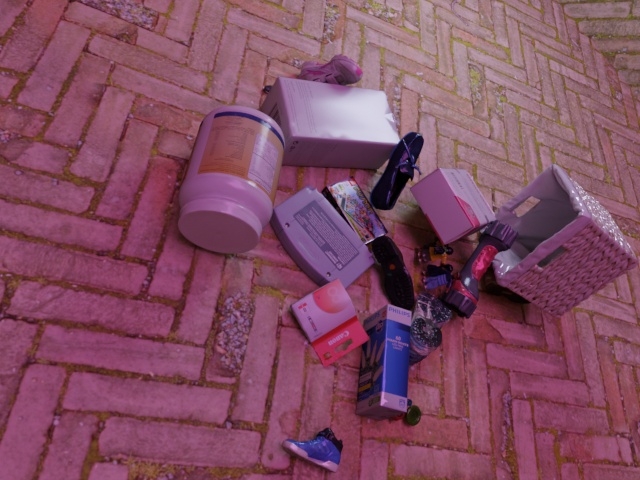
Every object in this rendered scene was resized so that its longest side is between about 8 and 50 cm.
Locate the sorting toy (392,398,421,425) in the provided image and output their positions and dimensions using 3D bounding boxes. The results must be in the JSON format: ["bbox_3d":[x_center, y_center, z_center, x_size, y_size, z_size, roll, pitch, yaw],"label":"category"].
[{"bbox_3d":[0.212,0.439,1.370,0.102,0.042,0.061,27,70,-29],"label":"sorting toy"}]

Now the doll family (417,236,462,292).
[{"bbox_3d":[0.356,0.071,1.579,0.076,0.111,0.193,40,39,-63],"label":"doll family"}]

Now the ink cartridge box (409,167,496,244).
[{"bbox_3d":[0.422,-0.111,1.658,0.283,0.117,0.207,-11,69,-59],"label":"ink cartridge box"}]

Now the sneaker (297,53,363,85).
[{"bbox_3d":[0.022,-0.498,1.651,0.103,0.252,0.111,42,66,-39],"label":"sneaker"}]

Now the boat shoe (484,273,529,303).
[{"bbox_3d":[0.621,0.150,1.728,0.190,0.068,0.072,20,46,-19],"label":"boat shoe"}]

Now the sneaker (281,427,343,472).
[{"bbox_3d":[-0.014,0.463,1.213,0.152,0.058,0.085,31,60,-17],"label":"sneaker"}]

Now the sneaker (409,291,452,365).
[{"bbox_3d":[0.276,0.243,1.468,0.110,0.122,0.283,38,30,9],"label":"sneaker"}]

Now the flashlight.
[{"bbox_3d":[0.480,0.084,1.579,0.103,0.103,0.304,38,82,-3],"label":"flashlight"}]

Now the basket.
[{"bbox_3d":[0.729,0.002,1.660,0.266,0.328,0.331,33,32,-17],"label":"basket"}]

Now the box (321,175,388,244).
[{"bbox_3d":[0.103,-0.085,1.578,0.114,0.036,0.207,-25,79,-36],"label":"box"}]

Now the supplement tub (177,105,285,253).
[{"bbox_3d":[-0.219,-0.149,1.314,0.228,0.228,0.316,20,58,-19],"label":"supplement tub"}]

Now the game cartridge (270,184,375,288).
[{"bbox_3d":[0.000,0.000,1.468,0.294,0.060,0.196,50,49,3],"label":"game cartridge"}]

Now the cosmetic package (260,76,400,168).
[{"bbox_3d":[0.035,-0.346,1.606,0.384,0.156,0.217,1,65,-30],"label":"cosmetic package"}]

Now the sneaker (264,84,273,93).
[{"bbox_3d":[-0.135,-0.477,1.650,0.083,0.035,0.031,-6,68,-31],"label":"sneaker"}]

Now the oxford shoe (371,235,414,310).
[{"bbox_3d":[0.222,0.090,1.525,0.096,0.082,0.227,-17,89,-69],"label":"oxford shoe"}]

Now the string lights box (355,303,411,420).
[{"bbox_3d":[0.162,0.309,1.345,0.076,0.133,0.260,18,57,-16],"label":"string lights box"}]

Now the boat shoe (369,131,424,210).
[{"bbox_3d":[0.250,-0.199,1.585,0.109,0.089,0.258,23,94,-41],"label":"boat shoe"}]

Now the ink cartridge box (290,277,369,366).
[{"bbox_3d":[0.026,0.208,1.351,0.145,0.045,0.179,-29,80,-15],"label":"ink cartridge box"}]
